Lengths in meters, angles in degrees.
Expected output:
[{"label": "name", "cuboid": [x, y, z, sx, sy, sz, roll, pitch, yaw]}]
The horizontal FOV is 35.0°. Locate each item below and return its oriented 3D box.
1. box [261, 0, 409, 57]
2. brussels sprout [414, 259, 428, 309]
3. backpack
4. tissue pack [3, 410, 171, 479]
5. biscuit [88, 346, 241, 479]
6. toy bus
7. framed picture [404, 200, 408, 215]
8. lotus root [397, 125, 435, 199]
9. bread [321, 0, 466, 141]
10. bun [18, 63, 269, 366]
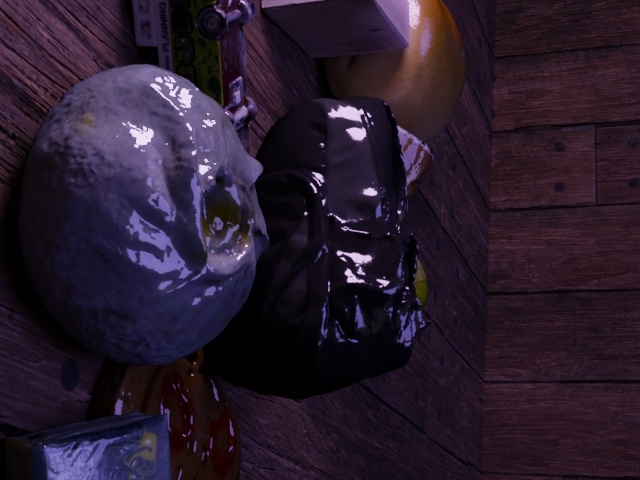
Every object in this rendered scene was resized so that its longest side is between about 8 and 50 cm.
[{"label": "box", "cuboid": [0.034, -0.424, 1.843, 0.252, 0.203, 0.106, 29, 60, -66]}, {"label": "brussels sprout", "cuboid": [0.132, 0.084, 2.106, 0.223, 0.161, 0.223, -8, 90, -67]}, {"label": "backpack", "cuboid": [0.000, 0.000, 1.441, 0.255, 0.363, 0.445, 15, 69, -32]}, {"label": "tissue pack", "cuboid": [-0.248, 0.330, 1.119, 0.185, 0.081, 0.257, -3, 90, -50]}, {"label": "biscuit", "cuboid": [-0.192, 0.276, 1.366, 0.367, 0.063, 0.314, 50, 43, -57]}, {"label": "toy bus", "cuboid": [-0.168, -0.230, 1.391, 0.113, 0.139, 0.301, -47, 139, -62]}, {"label": "framed picture", "cuboid": [0.166, -0.169, 2.430, 0.281, 0.019, 0.208, 11, 77, -69]}, {"label": "lotus root", "cuboid": [0.071, -0.119, 1.887, 0.272, 0.272, 0.192, 56, 47, -54]}, {"label": "bread", "cuboid": [0.165, -0.386, 2.128, 0.376, 0.253, 0.348, 41, 54, -61]}, {"label": "bun", "cuboid": [-0.188, -0.024, 1.198, 0.362, 0.211, 0.361, -1, 90, -68]}]
